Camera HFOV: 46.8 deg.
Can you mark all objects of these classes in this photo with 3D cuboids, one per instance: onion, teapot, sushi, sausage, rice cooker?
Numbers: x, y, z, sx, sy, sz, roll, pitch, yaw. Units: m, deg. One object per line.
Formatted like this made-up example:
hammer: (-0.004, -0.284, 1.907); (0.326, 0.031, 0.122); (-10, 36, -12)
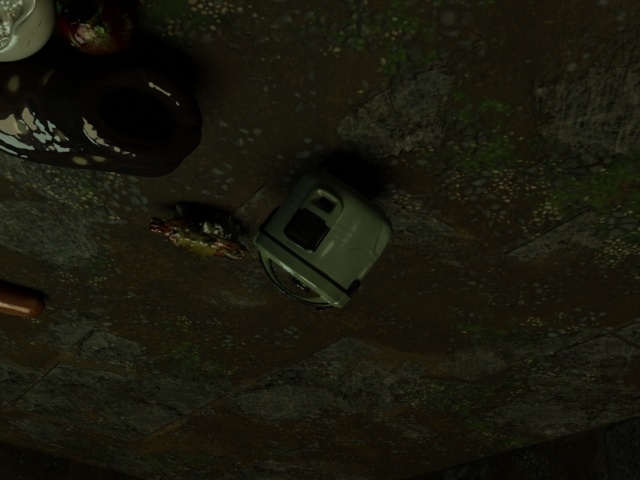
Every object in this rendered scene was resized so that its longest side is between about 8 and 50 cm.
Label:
onion: (-0.332, -0.332, 1.112); (0.117, 0.119, 0.119); (-19, 142, 10)
teapot: (-0.515, -0.340, 1.093); (0.299, 0.166, 0.208); (-25, 146, 26)
sushi: (-0.255, -0.018, 1.590); (0.225, 0.103, 0.097); (13, 173, -15)
sausage: (-0.835, 0.157, 1.967); (0.197, 0.076, 0.076); (18, 145, -19)
rice cooker: (0.000, 0.000, 1.405); (0.226, 0.244, 0.226); (36, -179, -1)

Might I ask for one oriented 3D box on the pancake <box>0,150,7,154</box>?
pancake: (-0.543, -0.219, 1.369); (0.241, 0.050, 0.242); (1, 147, 1)

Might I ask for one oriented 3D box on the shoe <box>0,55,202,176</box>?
shoe: (-0.386, -0.211, 1.196); (0.383, 0.172, 0.237); (14, 168, -19)
